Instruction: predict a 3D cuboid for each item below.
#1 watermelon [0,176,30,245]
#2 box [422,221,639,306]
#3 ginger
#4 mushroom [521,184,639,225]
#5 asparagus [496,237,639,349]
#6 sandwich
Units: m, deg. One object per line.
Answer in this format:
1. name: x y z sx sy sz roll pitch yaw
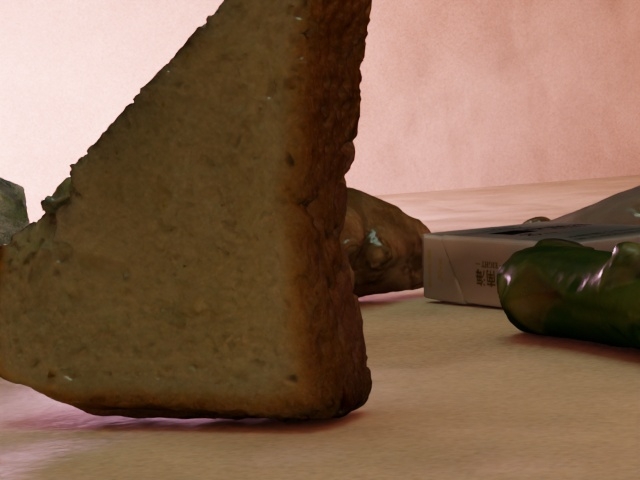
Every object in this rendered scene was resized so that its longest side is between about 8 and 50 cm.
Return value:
1. watermelon: -0.449 -0.006 2.128 0.139 0.193 0.256 -6 -10 -37
2. box: 0.220 0.022 1.683 0.155 0.067 0.243 -4 4 -29
3. ginger: 0.000 0.000 1.787 0.270 0.123 0.219 -4 1 -6
4. mushroom: 0.310 -0.010 1.836 0.270 0.103 0.118 -8 2 28
5. asparagus: 0.214 0.043 1.344 0.085 0.082 0.343 32 -6 -17
6. sandwich: -0.089 -0.030 1.156 0.254 0.289 0.099 5 5 30
